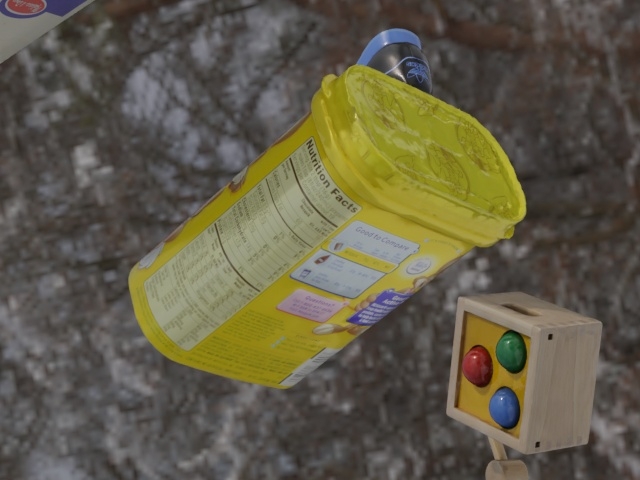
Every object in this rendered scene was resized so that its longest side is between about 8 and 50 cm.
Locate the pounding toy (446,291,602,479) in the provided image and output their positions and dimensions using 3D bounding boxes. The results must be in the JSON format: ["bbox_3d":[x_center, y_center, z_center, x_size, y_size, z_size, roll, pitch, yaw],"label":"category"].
[{"bbox_3d":[0.177,0.161,1.646,0.094,0.181,0.206,-3,-75,-34],"label":"pounding toy"}]

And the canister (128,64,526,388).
[{"bbox_3d":[0.000,0.000,0.826,0.126,0.170,0.073,20,-139,-43],"label":"canister"}]

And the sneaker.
[{"bbox_3d":[0.041,-0.095,1.614,0.090,0.081,0.232,-102,30,-48],"label":"sneaker"}]

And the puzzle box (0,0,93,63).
[{"bbox_3d":[-0.189,-0.180,0.908,0.052,0.272,0.409,58,-172,3],"label":"puzzle box"}]
